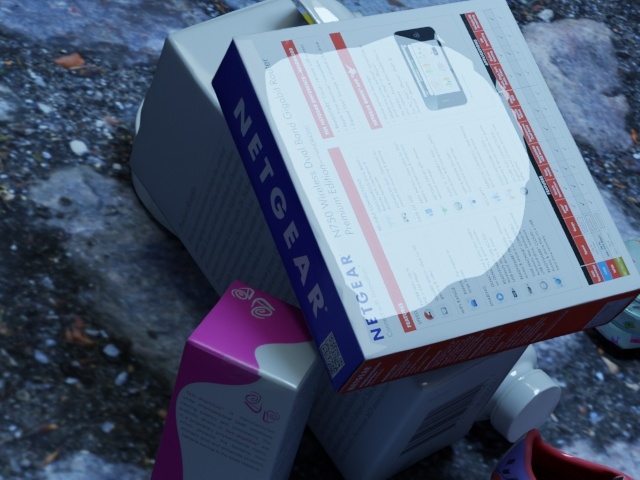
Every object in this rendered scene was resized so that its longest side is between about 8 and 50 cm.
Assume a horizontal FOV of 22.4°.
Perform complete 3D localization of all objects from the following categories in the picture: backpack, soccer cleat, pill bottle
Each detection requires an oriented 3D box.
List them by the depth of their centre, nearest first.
[{"bbox_3d":[0.314,0.296,1.585,0.318,0.116,0.108,26,37,12],"label":"soccer cleat"},{"bbox_3d":[0.165,0.127,1.751,0.108,0.108,0.193,-19,50,-39],"label":"pill bottle"},{"bbox_3d":[0.397,0.056,1.928,0.182,0.115,0.152,-16,49,-36],"label":"backpack"}]

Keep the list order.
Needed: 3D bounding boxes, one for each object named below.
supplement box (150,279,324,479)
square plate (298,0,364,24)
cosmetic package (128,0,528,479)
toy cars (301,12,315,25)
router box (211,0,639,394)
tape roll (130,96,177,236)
[{"bbox_3d":[-0.076,0.166,1.511,0.111,0.220,0.114,24,38,9],"label":"supplement box"},{"bbox_3d":[0.117,-0.119,1.757,0.347,0.049,0.344,52,6,7],"label":"square plate"},{"bbox_3d":[0.000,0.000,1.652,0.161,0.230,0.453,-24,68,-31],"label":"cosmetic package"},{"bbox_3d":[0.085,-0.224,2.188,0.393,0.087,0.176,29,38,15],"label":"toy cars"},{"bbox_3d":[0.097,-0.054,1.505,0.301,0.082,0.335,-12,67,-25],"label":"router box"},{"bbox_3d":[-0.037,-0.100,1.969,0.392,0.072,0.392,7,35,-5],"label":"tape roll"}]
